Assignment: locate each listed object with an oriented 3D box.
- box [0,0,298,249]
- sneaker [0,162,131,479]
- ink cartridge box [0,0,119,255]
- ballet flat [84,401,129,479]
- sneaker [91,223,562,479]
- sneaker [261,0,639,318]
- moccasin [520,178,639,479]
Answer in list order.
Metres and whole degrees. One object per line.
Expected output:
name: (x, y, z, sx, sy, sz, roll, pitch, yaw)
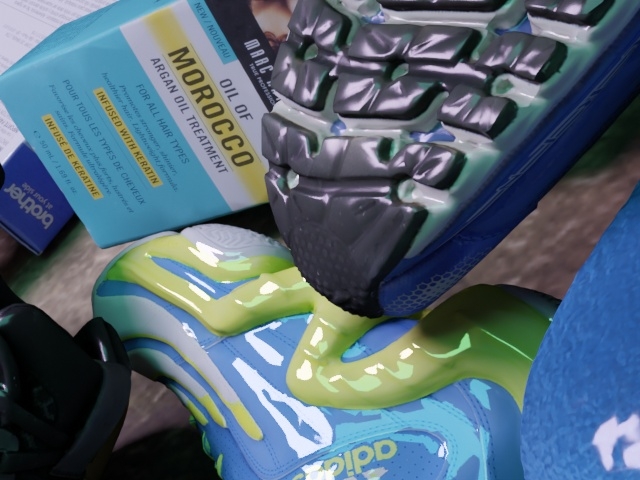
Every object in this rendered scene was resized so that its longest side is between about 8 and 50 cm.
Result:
box: (-0.026, -0.072, 0.648, 0.244, 0.100, 0.060, -15, 25, 41)
sneaker: (-0.132, 0.090, 0.539, 0.146, 0.102, 0.293, -19, 78, 9)
ink cartridge box: (-0.145, -0.112, 0.859, 0.311, 0.065, 0.186, -49, 36, -9)
ballet flat: (-0.158, 0.143, 0.631, 0.232, 0.080, 0.073, -39, 64, 11)
sneaker: (-0.015, 0.068, 0.528, 0.240, 0.091, 0.126, 3, 58, 43)
sneaker: (0.119, -0.092, 0.501, 0.330, 0.147, 0.130, -47, 39, -12)
moccasin: (0.186, -0.043, 0.424, 0.342, 0.117, 0.138, -51, 28, -1)
